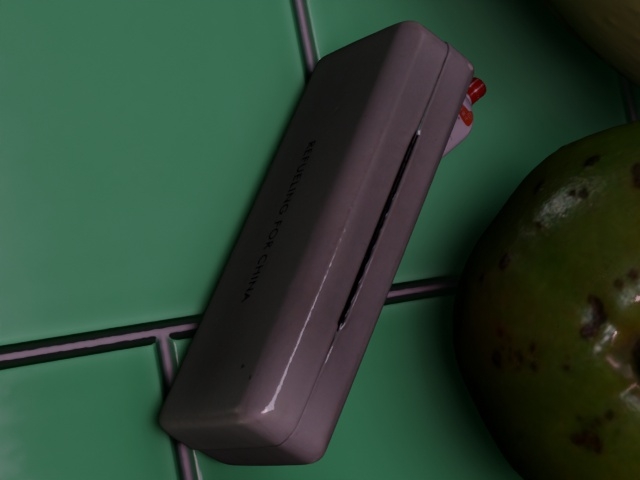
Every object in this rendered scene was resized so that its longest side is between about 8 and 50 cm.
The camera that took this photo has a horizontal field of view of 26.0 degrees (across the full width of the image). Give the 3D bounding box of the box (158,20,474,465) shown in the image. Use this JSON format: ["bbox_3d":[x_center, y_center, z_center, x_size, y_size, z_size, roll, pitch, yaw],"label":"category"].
[{"bbox_3d":[0.000,0.000,0.728,0.055,0.103,0.244,35,63,-26],"label":"box"}]

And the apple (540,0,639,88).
[{"bbox_3d":[0.258,-0.249,0.804,0.357,0.357,0.357,7,76,-30],"label":"apple"}]

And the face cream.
[{"bbox_3d":[0.071,-0.073,0.837,0.083,0.021,0.040,-41,103,-32],"label":"face cream"}]

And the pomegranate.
[{"bbox_3d":[0.202,0.035,0.803,0.236,0.236,0.302,60,24,-7],"label":"pomegranate"}]
